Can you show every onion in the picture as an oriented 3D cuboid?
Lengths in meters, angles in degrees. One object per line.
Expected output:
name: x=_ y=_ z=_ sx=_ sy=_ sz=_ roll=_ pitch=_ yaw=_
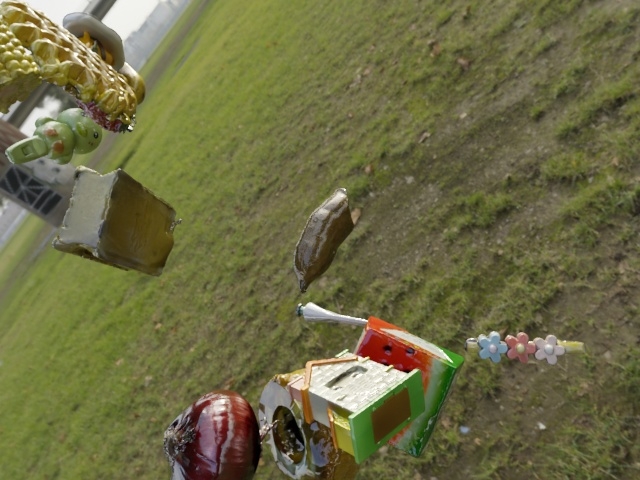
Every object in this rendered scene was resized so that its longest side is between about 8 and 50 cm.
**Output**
onion: x=-0.215 y=0.476 z=1.177 sx=0.273 sy=0.285 sz=0.273 roll=-28 pitch=55 yaw=49

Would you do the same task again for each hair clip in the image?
hair clip: x=0.384 y=0.202 z=0.975 sx=0.056 sy=0.214 sz=0.062 roll=68 pitch=-158 yaw=-81

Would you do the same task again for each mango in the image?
mango: x=-0.633 y=-0.520 z=1.729 sx=0.103 sy=0.076 sz=0.161 roll=-46 pitch=65 yaw=47

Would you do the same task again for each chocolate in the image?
chocolate: x=0.237 y=0.475 z=1.670 sx=0.360 sy=0.341 sz=0.161 roll=-67 pitch=-14 yaw=-1

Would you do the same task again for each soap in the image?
soap: x=-0.320 y=-0.022 z=0.852 sx=0.233 sy=0.076 sz=0.135 roll=56 pitch=-135 yaw=-74

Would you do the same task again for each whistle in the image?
whistle: x=-0.718 y=-0.287 z=1.447 sx=0.141 sy=0.141 sz=0.294 roll=-38 pitch=11 yaw=28

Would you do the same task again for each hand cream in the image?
hand cream: x=0.071 y=0.292 z=1.962 sx=0.336 sy=0.121 sz=0.076 roll=8 pitch=77 yaw=19

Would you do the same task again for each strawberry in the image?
strawberry: x=-0.512 y=-0.322 z=1.207 sx=0.085 sy=0.140 sz=0.192 roll=-47 pitch=-20 yaw=-15

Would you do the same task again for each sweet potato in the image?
sweet potato: x=0.000 y=0.000 z=1.745 sx=0.369 sy=0.158 sz=0.158 roll=-56 pitch=26 yaw=-18

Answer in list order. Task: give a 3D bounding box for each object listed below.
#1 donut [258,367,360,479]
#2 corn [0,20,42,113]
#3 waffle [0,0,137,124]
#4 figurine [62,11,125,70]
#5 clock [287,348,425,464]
donut: x=-0.039 y=0.495 z=1.366 sx=0.330 sy=0.160 sz=0.329 roll=-4 pitch=84 yaw=42
corn: x=-0.382 y=-0.232 z=0.489 sx=0.093 sy=0.244 sz=0.093 roll=-38 pitch=19 yaw=16
waffle: x=-0.462 y=-0.332 z=0.974 sx=0.062 sy=0.329 sz=0.329 roll=-46 pitch=26 yaw=5
figurine: x=-0.680 y=-0.544 z=1.568 sx=0.167 sy=0.250 sz=0.141 roll=-12 pitch=72 yaw=11
clock: x=0.066 y=0.348 z=1.168 sx=0.220 sy=0.106 sz=0.255 roll=-21 pitch=19 yaw=-38
